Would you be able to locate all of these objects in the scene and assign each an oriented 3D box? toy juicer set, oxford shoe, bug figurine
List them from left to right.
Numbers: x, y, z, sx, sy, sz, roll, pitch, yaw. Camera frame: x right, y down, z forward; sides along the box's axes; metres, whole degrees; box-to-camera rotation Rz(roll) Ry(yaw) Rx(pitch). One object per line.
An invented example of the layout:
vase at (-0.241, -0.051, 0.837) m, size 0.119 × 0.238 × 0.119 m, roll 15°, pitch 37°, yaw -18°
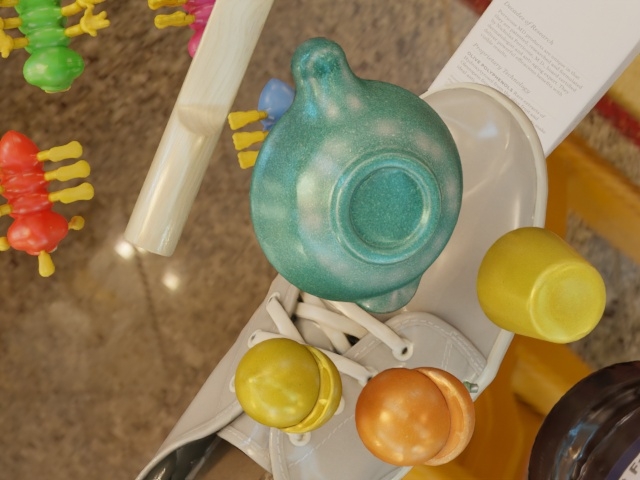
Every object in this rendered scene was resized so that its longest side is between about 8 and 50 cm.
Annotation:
bug figurine at (-0.123, -0.099, 1.144) m, size 0.279 × 0.072 × 0.216 m, roll -11°, pitch 92°, yaw -9°
toy juicer set at (0.000, 0.000, 0.948) m, size 0.329 × 0.089 × 0.209 m, roll 42°, pitch 86°, yaw -23°
oxford shoe at (0.006, 0.088, 1.083) m, size 0.169 × 0.130 × 0.449 m, roll 33°, pitch 87°, yaw 26°

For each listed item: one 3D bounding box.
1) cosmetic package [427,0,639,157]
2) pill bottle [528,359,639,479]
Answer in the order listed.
cosmetic package at (0.294, -0.266, 1.693) m, size 0.155 × 0.197 × 0.365 m, roll 40°, pitch 130°, yaw 6°
pill bottle at (0.172, 0.128, 0.628) m, size 0.122 × 0.219 × 0.123 m, roll -6°, pitch 109°, yaw -19°
